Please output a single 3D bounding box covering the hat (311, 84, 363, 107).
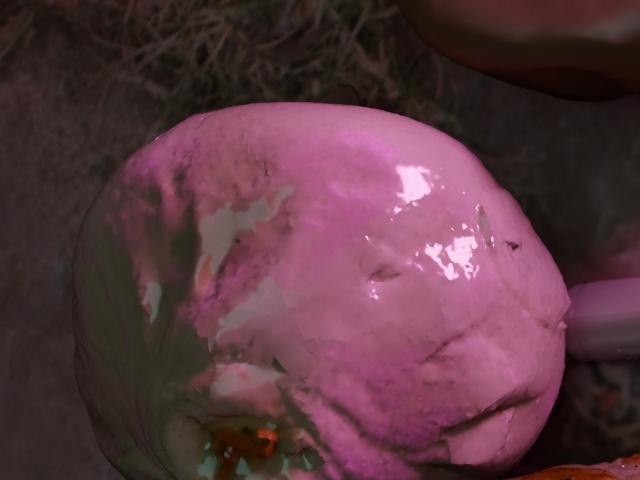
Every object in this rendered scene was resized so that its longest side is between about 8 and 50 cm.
[{"bbox_3d":[0.000,0.000,1.216,0.166,0.144,0.173,-20,27,25],"label":"hat"}]

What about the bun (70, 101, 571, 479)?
[{"bbox_3d":[-0.011,0.073,1.051,0.293,0.293,0.187,-28,25,20],"label":"bun"}]

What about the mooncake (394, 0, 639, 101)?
[{"bbox_3d":[0.197,-0.251,1.089,0.378,0.201,0.378,-4,82,28],"label":"mooncake"}]

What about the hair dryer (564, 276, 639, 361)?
[{"bbox_3d":[0.232,0.025,1.068,0.357,0.107,0.173,-7,73,33],"label":"hair dryer"}]

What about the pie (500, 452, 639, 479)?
[{"bbox_3d":[0.094,0.202,0.910,0.395,0.418,0.180,-17,77,26],"label":"pie"}]
